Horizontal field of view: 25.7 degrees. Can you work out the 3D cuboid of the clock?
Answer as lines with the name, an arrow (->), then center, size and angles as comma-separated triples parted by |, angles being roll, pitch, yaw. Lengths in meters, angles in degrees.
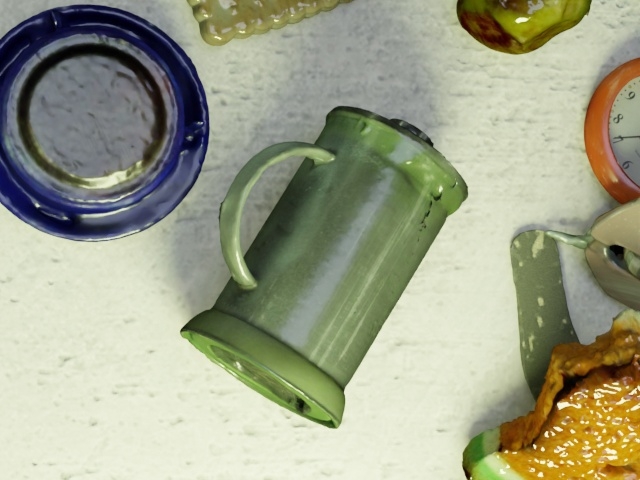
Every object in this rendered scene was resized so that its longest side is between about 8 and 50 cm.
clock -> 0.421, -0.128, 1.722 | 0.205, 0.051, 0.205 | 1, 83, -12

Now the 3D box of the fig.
fig -> 0.249, -0.296, 1.657 | 0.166, 0.144, 0.154 | -11, 122, -34

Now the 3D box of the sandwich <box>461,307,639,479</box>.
sandwich -> 0.311, 0.192, 1.590 | 0.250, 0.301, 0.162 | 15, 37, -8

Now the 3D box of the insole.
insole -> 0.273, 0.109, 1.686 | 0.081, 0.011, 0.248 | -9, 87, -15

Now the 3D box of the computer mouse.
computer mouse -> 0.456, 0.036, 1.636 | 0.389, 0.199, 0.115 | 11, 40, 5

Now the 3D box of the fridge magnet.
fridge magnet -> -0.252, -0.130, 1.537 | 0.265, 0.112, 0.265 | 1, 86, -12

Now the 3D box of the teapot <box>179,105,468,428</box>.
teapot -> 0.000, 0.000, 1.528 | 0.270, 0.200, 0.337 | 43, 73, -37

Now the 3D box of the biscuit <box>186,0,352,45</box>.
biscuit -> -0.094, -0.402, 1.635 | 0.217, 0.044, 0.325 | -22, 90, -15
